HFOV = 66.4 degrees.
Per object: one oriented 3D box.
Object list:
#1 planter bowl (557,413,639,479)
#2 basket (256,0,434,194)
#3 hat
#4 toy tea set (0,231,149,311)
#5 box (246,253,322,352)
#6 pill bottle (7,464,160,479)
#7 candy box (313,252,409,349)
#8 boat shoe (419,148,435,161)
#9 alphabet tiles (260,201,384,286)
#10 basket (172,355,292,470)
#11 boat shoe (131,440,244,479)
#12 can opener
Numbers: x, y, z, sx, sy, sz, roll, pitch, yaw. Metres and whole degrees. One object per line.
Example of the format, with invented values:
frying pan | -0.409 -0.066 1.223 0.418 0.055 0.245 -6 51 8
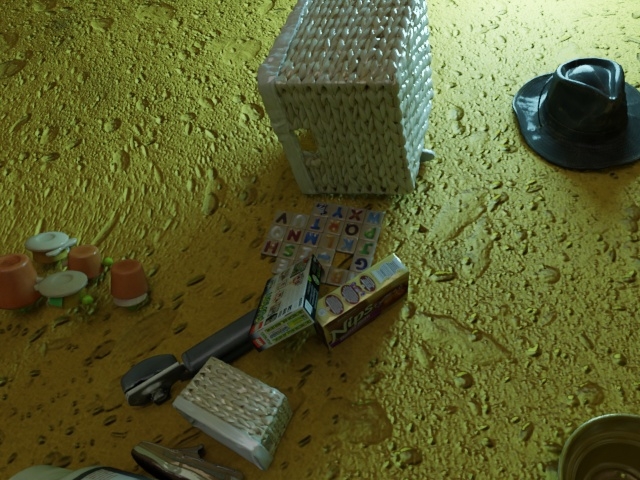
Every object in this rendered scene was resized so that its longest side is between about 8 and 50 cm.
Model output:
planter bowl | 0.437 0.365 0.686 0.217 0.090 0.217 -4 56 5
basket | 0.076 -0.306 1.024 0.266 0.328 0.331 6 58 21
hat | 0.604 -0.318 1.091 0.331 0.134 0.331 -3 56 5
toy tea set | -0.521 0.096 1.015 0.336 0.124 0.200 14 30 21
box | -0.058 0.104 0.875 0.114 0.036 0.207 -31 17 16
pill bottle | -0.277 0.431 0.663 0.363 0.210 0.210 3 57 21
candy box | 0.073 0.113 0.895 0.186 0.109 0.053 -32 58 -13
boat shoe | 0.215 -0.207 1.132 0.100 0.035 0.035 4 60 19
alphabet tiles | 0.000 0.000 1.041 0.237 0.009 0.198 10 59 14
basket | -0.138 0.284 0.813 0.167 0.113 0.103 22 58 21
boat shoe | -0.215 0.368 0.803 0.190 0.068 0.072 22 50 10
can opener | -0.231 0.204 0.899 0.283 0.076 0.095 -32 59 -14
